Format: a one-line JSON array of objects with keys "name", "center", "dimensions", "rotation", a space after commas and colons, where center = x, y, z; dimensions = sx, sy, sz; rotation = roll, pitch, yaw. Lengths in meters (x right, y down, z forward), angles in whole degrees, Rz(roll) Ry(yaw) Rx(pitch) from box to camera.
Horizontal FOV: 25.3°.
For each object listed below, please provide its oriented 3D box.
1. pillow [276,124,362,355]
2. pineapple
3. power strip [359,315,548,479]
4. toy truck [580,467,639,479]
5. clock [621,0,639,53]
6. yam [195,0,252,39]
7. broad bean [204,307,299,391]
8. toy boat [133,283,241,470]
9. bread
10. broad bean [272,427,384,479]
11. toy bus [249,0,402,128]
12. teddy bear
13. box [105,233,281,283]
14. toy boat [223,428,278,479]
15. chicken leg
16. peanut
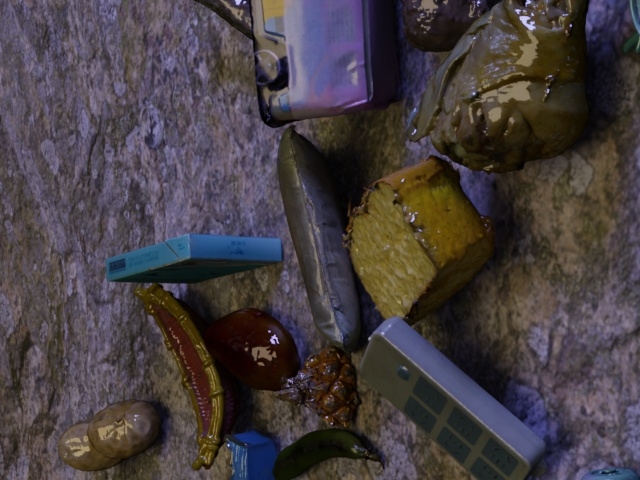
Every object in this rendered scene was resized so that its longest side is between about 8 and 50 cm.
[{"name": "pillow", "center": [0.000, 0.000, 1.877], "dimensions": [0.185, 0.075, 0.302], "rotation": [56, -159, -80]}, {"name": "pineapple", "center": [-0.011, 0.201, 1.951], "dimensions": [0.077, 0.114, 0.114], "rotation": [173, 96, -69]}, {"name": "power strip", "center": [0.153, 0.197, 1.698], "dimensions": [0.270, 0.046, 0.118], "rotation": [41, 152, 16]}, {"name": "toy truck", "center": [0.345, 0.328, 1.483], "dimensions": [0.279, 0.156, 0.155], "rotation": [-4, 91, 49]}, {"name": "clock", "center": [0.380, -0.247, 1.448], "dimensions": [0.211, 0.066, 0.159], "rotation": [-10, 85, 51]}, {"name": "yam", "center": [-0.087, -0.302, 1.957], "dimensions": [0.274, 0.061, 0.061], "rotation": [37, 123, 21]}, {"name": "broad bean", "center": [-0.094, 0.157, 2.055], "dimensions": [0.165, 0.084, 0.114], "rotation": [32, 133, 37]}, {"name": "toy boat", "center": [-0.192, 0.194, 2.157], "dimensions": [0.318, 0.099, 0.141], "rotation": [67, 152, 27]}, {"name": "bread", "center": [0.127, -0.006, 1.711], "dimensions": [0.160, 0.147, 0.260], "rotation": [58, 159, 19]}, {"name": "broad bean", "center": [0.000, 0.298, 1.987], "dimensions": [0.227, 0.039, 0.069], "rotation": [-16, 88, 49]}, {"name": "toy bus", "center": [0.004, -0.341, 1.778], "dimensions": [0.162, 0.171, 0.386], "rotation": [-2, 100, 16]}, {"name": "teddy bear", "center": [0.139, -0.318, 1.685], "dimensions": [0.177, 0.140, 0.190], "rotation": [-10, 95, 47]}, {"name": "box", "center": [-0.186, 0.028, 2.085], "dimensions": [0.229, 0.162, 0.041], "rotation": [-15, 76, 51]}, {"name": "toy boat", "center": [-0.105, 0.370, 2.091], "dimensions": [0.077, 0.075, 0.185], "rotation": [-2, 97, 48]}, {"name": "chicken leg", "center": [0.238, -0.246, 1.538], "dimensions": [0.201, 0.153, 0.429], "rotation": [53, 136, 39]}, {"name": "peanut", "center": [-0.347, 0.324, 2.357], "dimensions": [0.103, 0.098, 0.229], "rotation": [41, 137, -17]}]
